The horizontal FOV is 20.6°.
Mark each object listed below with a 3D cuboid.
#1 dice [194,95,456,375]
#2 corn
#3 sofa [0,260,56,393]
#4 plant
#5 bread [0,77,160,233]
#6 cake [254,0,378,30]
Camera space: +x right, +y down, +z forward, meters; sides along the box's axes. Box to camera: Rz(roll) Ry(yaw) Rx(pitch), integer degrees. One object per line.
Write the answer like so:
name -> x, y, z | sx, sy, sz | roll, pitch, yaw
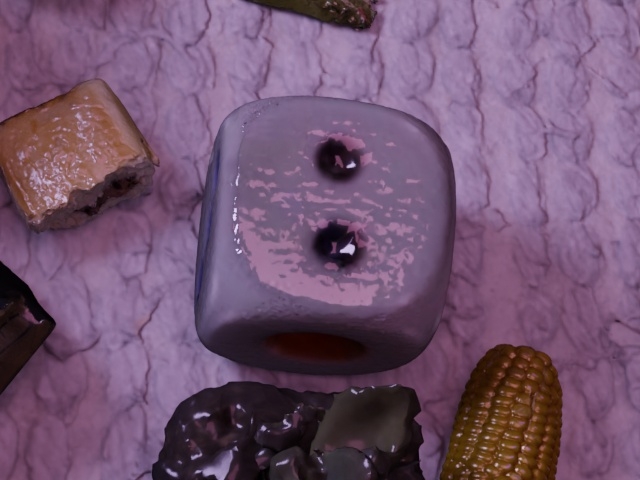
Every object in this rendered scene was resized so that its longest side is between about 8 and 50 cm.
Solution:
dice -> 0.000, 0.000, 1.447 | 0.194, 0.193, 0.192 | 7, 72, -7
corn -> 0.139, 0.232, 1.443 | 0.106, 0.106, 0.305 | 17, 69, -5
sofa -> -0.367, 0.056, 1.395 | 0.258, 0.182, 0.200 | 39, 86, 4
plant -> -0.019, 0.212, 1.309 | 0.213, 0.312, 0.215 | -1, 75, -8
bread -> -0.208, -0.068, 1.491 | 0.125, 0.082, 0.106 | -28, 68, -8
cake -> -0.010, -0.234, 1.599 | 0.140, 0.055, 0.051 | 15, 63, -8
